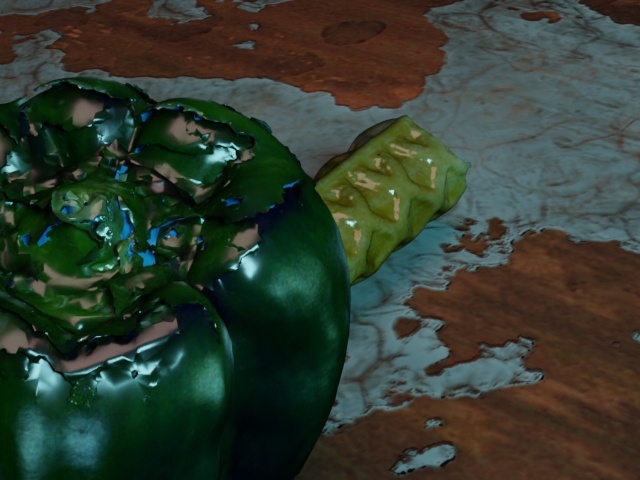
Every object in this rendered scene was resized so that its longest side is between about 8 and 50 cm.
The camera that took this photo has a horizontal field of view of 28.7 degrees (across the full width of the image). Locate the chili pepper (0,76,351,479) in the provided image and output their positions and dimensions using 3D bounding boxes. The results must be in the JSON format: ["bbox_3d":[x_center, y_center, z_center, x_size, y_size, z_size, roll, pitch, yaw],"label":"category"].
[{"bbox_3d":[-0.113,0.058,0.712,0.233,0.257,0.248,28,48,33],"label":"chili pepper"}]

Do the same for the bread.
[{"bbox_3d":[-0.001,-0.001,0.922,0.098,0.087,0.269,36,50,19],"label":"bread"}]
